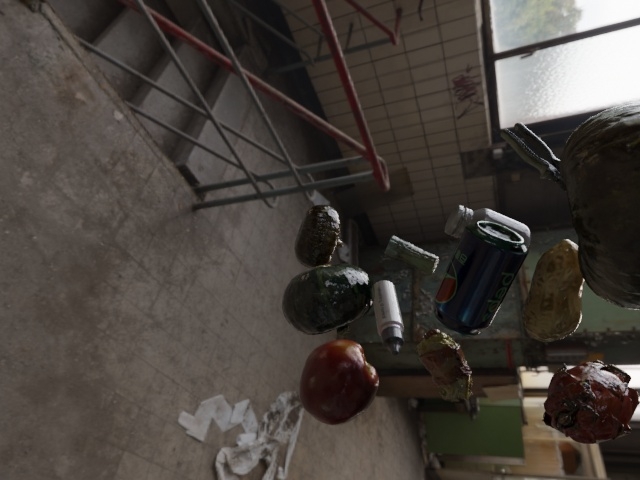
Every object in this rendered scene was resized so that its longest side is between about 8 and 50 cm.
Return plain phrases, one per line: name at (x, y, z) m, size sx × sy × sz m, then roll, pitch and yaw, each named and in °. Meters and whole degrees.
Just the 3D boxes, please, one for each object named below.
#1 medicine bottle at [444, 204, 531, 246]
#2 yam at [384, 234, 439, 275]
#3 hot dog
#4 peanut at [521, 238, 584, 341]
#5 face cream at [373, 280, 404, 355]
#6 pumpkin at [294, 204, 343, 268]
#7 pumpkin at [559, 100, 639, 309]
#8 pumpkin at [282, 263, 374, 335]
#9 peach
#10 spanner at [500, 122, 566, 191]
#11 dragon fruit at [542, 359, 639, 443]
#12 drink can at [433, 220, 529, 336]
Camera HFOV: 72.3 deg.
medicine bottle at (0.482, -0.021, 1.281) m, size 0.135 × 0.215 × 0.135 m, roll 24°, pitch 90°, yaw -88°
yam at (0.283, 0.047, 1.372) m, size 0.068 × 0.169 × 0.068 m, roll -48°, pitch 155°, yaw -32°
hot dog at (0.360, 0.349, 1.236) m, size 0.103 × 0.146 × 0.213 m, roll -26°, pitch 88°, yaw -28°
peanut at (0.489, 0.109, 0.904) m, size 0.120 × 0.110 × 0.236 m, roll -31°, pitch 131°, yaw -42°
face cream at (0.236, 0.271, 1.517) m, size 0.311 × 0.092 × 0.092 m, roll -91°, pitch 163°, yaw -53°
pumpkin at (0.000, 0.000, 1.458) m, size 0.219 × 0.162 × 0.218 m, roll -164°, pitch -90°, yaw -81°
pumpkin at (0.482, -0.048, 0.611) m, size 0.232 × 0.242 × 0.324 m, roll -12°, pitch 86°, yaw -70°
pumpkin at (0.013, 0.103, 0.768) m, size 0.167 × 0.167 × 0.125 m, roll 16°, pitch 73°, yaw -67°
peach at (0.042, 0.405, 1.267) m, size 0.199 × 0.244 × 0.243 m, roll 55°, pitch 35°, yaw -53°
spanner at (0.694, -0.243, 1.354) m, size 0.324 × 0.096 × 0.040 m, roll 55°, pitch -17°, yaw 22°
dragon fruit at (0.858, 0.516, 1.402) m, size 0.315 × 0.250 × 0.250 m, roll -49°, pitch 131°, yaw -37°
drink can at (0.292, 0.072, 0.817) m, size 0.118 × 0.118 × 0.204 m, roll -46°, pitch 154°, yaw -64°
